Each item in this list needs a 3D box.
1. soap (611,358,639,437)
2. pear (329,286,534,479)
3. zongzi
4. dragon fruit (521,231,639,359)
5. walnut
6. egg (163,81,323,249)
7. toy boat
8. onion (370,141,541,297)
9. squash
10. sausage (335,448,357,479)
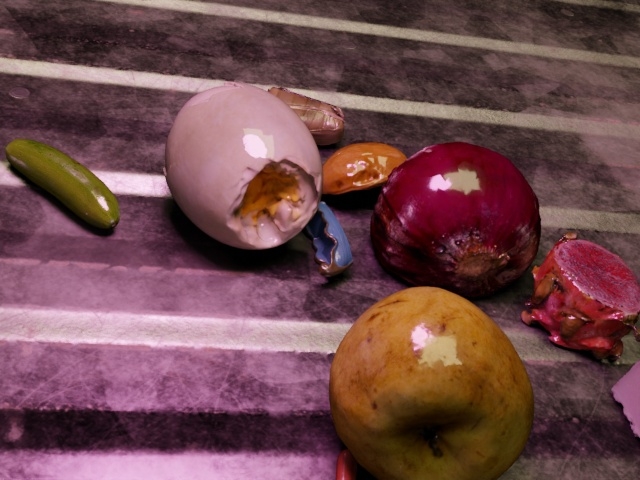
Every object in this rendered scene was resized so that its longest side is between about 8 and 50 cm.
[{"bbox_3d":[0.686,0.303,1.554,0.302,0.158,0.257,4,37,-16],"label":"soap"},{"bbox_3d":[0.158,0.219,1.384,0.304,0.303,0.304,9,39,-7],"label":"pear"},{"bbox_3d":[-0.051,-0.236,2.015,0.195,0.099,0.197,16,49,2],"label":"zongzi"},{"bbox_3d":[0.493,0.119,1.736,0.211,0.147,0.282,5,42,-27],"label":"dragon fruit"},{"bbox_3d":[0.086,-0.158,1.913,0.211,0.087,0.167,-13,13,-15],"label":"walnut"},{"bbox_3d":[-0.154,-0.150,1.725,0.278,0.278,0.336,-13,42,-31],"label":"egg"},{"bbox_3d":[0.000,0.000,1.753,0.077,0.075,0.185,-5,47,-28],"label":"toy boat"},{"bbox_3d":[0.272,-0.063,1.785,0.337,0.260,0.281,8,34,-8],"label":"onion"},{"bbox_3d":[-0.476,-0.114,1.731,0.292,0.082,0.082,34,42,23],"label":"squash"},{"bbox_3d":[0.035,0.396,1.317,0.034,0.034,0.253,11,39,-6],"label":"sausage"}]
